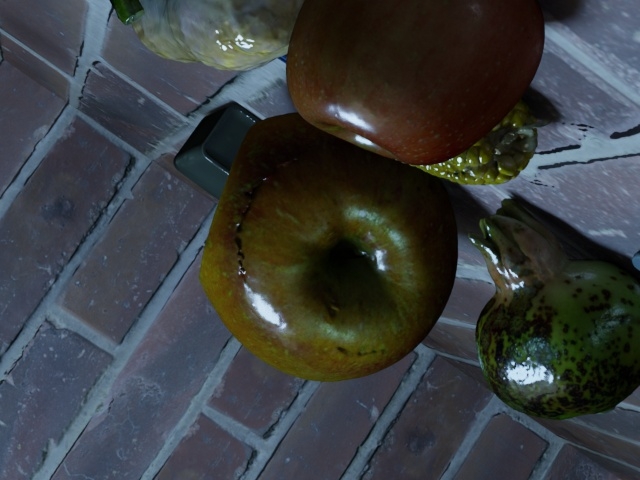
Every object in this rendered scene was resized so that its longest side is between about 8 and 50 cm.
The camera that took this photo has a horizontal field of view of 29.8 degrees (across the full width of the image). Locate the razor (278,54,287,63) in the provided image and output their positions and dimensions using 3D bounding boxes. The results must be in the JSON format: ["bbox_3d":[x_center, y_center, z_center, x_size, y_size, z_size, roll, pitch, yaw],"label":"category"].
[{"bbox_3d":[-0.033,-0.211,1.420,0.253,0.042,0.082,28,131,23],"label":"razor"}]

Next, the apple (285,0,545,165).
[{"bbox_3d":[0.072,-0.145,0.911,0.181,0.168,0.181,26,176,2],"label":"apple"}]

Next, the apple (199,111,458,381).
[{"bbox_3d":[0.000,0.000,1.662,0.383,0.374,0.374,67,162,-15],"label":"apple"}]

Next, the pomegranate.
[{"bbox_3d":[0.286,0.086,1.482,0.276,0.222,0.204,65,-168,18],"label":"pomegranate"}]

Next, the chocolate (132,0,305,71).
[{"bbox_3d":[-0.107,-0.239,1.208,0.134,0.134,0.309,37,175,-29],"label":"chocolate"}]

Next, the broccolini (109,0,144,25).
[{"bbox_3d":[-0.261,-0.320,1.252,0.071,0.057,0.254,-4,-120,-51],"label":"broccolini"}]

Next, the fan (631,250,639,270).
[{"bbox_3d":[0.468,0.089,1.320,0.282,0.023,0.057,33,171,15],"label":"fan"}]

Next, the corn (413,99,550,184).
[{"bbox_3d":[0.095,-0.123,1.196,0.310,0.101,0.101,24,168,46],"label":"corn"}]

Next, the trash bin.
[{"bbox_3d":[-0.142,-0.140,2.049,0.164,0.122,0.240,35,171,-11],"label":"trash bin"}]
